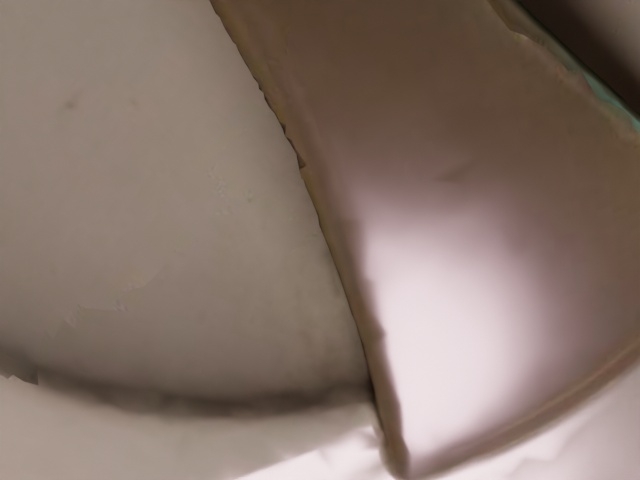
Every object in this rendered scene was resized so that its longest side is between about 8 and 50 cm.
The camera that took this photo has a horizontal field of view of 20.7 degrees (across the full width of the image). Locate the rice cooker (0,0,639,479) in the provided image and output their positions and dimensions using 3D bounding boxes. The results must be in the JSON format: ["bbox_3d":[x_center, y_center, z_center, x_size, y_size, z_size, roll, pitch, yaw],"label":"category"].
[{"bbox_3d":[-0.024,-0.072,0.478,0.325,0.335,0.335,-168,-100,-86],"label":"rice cooker"}]
